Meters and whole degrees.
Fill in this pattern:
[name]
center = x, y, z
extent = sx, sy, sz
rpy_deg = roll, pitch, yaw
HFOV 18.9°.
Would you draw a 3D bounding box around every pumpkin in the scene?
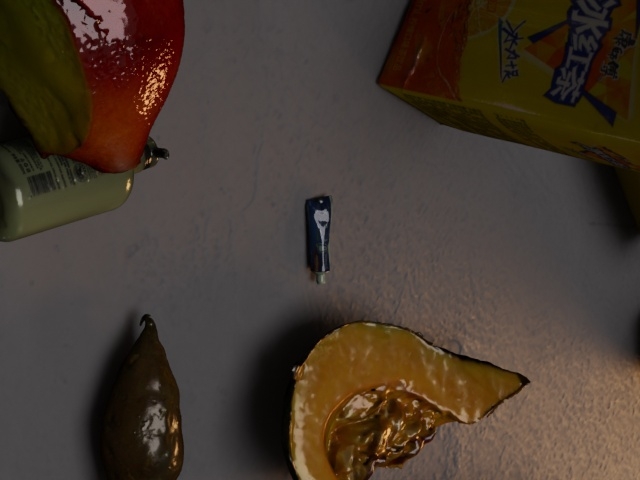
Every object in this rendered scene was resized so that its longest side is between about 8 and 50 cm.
[pumpkin]
center = 0.048, 0.136, 1.832
extent = 0.278, 0.111, 0.163
rpy_deg = -33, 108, -29

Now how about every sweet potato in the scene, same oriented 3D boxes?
[sweet potato]
center = -0.158, 0.201, 1.682
extent = 0.074, 0.075, 0.269
rpy_deg = -9, 112, -39

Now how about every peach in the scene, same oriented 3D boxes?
[peach]
center = -0.181, -0.181, 1.462
extent = 0.159, 0.154, 0.267
rpy_deg = -41, 106, -31

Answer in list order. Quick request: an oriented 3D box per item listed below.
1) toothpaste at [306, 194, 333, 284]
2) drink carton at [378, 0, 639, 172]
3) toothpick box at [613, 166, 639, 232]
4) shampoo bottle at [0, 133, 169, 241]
[toothpaste]
center = 0.000, 0.000, 1.795
extent = 0.027, 0.019, 0.083
rpy_deg = -6, 103, -21
[drink carton]
center = 0.223, -0.158, 1.714
extent = 0.111, 0.351, 0.155
rpy_deg = 25, 85, -42
[toothpick box]
center = 0.380, -0.111, 1.985
extent = 0.175, 0.175, 0.271
rpy_deg = -44, 123, -22
[shampoo bottle]
center = -0.203, -0.055, 1.564
extent = 0.162, 0.079, 0.079
rpy_deg = -19, 114, -36
